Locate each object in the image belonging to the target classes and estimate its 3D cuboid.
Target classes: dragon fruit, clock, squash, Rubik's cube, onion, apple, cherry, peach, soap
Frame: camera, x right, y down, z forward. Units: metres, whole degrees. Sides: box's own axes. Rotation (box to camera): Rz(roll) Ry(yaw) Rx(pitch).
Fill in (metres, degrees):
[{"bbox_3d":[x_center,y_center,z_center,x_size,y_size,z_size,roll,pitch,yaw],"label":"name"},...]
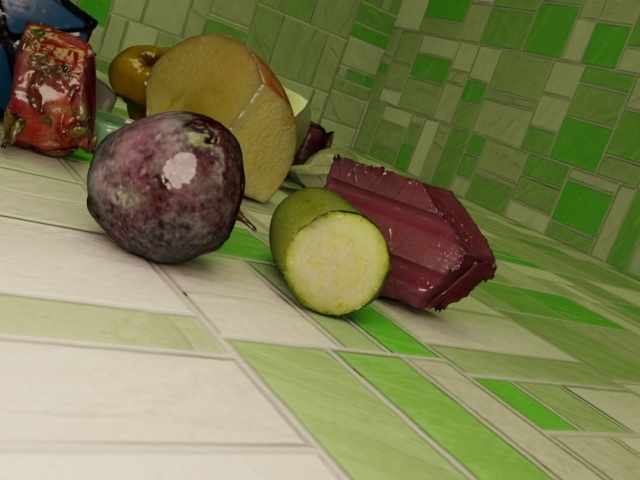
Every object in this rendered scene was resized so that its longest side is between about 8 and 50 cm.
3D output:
[{"bbox_3d":[-0.425,-0.227,1.203,0.147,0.211,0.282,9,40,-21],"label":"dragon fruit"},{"bbox_3d":[-0.383,-0.203,1.463,0.159,0.066,0.210,30,14,40],"label":"clock"},{"bbox_3d":[0.000,0.000,0.980,0.132,0.133,0.247,17,10,-14],"label":"squash"},{"bbox_3d":[-0.592,-0.387,1.365,0.248,0.246,0.250,36,1,-31],"label":"Rubik's cube"},{"bbox_3d":[-0.148,-0.272,1.975,0.348,0.159,0.267,21,-2,2],"label":"onion"},{"bbox_3d":[-0.204,-0.244,1.474,0.252,0.314,0.309,-20,44,-22],"label":"apple"},{"bbox_3d":[-0.175,-0.060,0.855,0.195,0.195,0.195,19,11,-4],"label":"cherry"},{"bbox_3d":[-0.371,-0.361,1.622,0.179,0.103,0.179,7,46,-8],"label":"peach"},{"bbox_3d":[0.119,-0.005,1.084,0.289,0.182,0.112,22,8,40],"label":"soap"}]

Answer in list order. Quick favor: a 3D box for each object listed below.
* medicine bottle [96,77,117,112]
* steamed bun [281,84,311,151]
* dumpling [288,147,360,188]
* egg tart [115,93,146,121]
[{"bbox_3d":[-0.595,-0.355,1.692,0.179,0.124,0.324,18,11,-39],"label":"medicine bottle"},{"bbox_3d":[-0.135,-0.242,1.739,0.146,0.164,0.242,31,52,17],"label":"steamed bun"},{"bbox_3d":[0.011,-0.150,1.783,0.179,0.132,0.252,-1,-4,10],"label":"dumpling"},{"bbox_3d":[-0.353,-0.292,1.804,0.318,0.128,0.319,19,9,-3],"label":"egg tart"}]
